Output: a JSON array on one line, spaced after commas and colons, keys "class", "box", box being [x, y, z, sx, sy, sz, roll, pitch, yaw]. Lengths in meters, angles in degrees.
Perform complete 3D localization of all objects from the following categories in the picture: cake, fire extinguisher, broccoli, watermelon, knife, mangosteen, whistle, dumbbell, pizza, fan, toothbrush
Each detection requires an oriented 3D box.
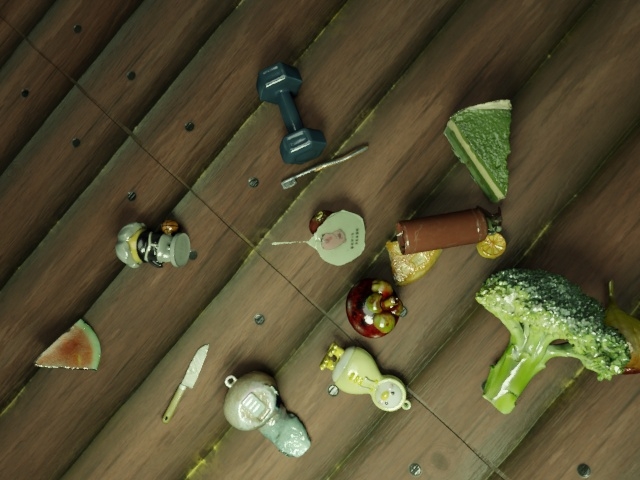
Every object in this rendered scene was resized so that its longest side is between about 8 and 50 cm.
[{"class": "cake", "box": [0.526, -0.275, 1.269, 0.172, 0.158, 0.284, -30, 81, 4]}, {"class": "cake", "box": [0.524, 0.014, 1.291, 0.083, 0.044, 0.084, -1, 82, 10]}, {"class": "fire extinguisher", "box": [0.395, -0.045, 1.264, 0.336, 0.107, 0.147, -9, 37, -2]}, {"class": "broccoli", "box": [0.554, 0.254, 1.180, 0.397, 0.274, 0.354, -49, 39, 39]}, {"class": "watermelon", "box": [-0.869, 0.404, 1.450, 0.207, 0.202, 0.136, 40, 130, 14]}, {"class": "knife", "box": [-0.450, 0.483, 1.426, 0.047, 0.017, 0.298, 25, 84, 10]}, {"class": "mangosteen", "box": [0.166, 0.199, 1.259, 0.199, 0.200, 0.200, -1, 83, 10]}, {"class": "whistle", "box": [-0.171, 0.539, 1.318, 0.189, 0.189, 0.348, -42, 100, 3]}, {"class": "dumbbell", "box": [-0.100, -0.419, 1.405, 0.144, 0.159, 0.325, -27, 78, 38]}, {"class": "pizza", "box": [0.273, 0.053, 1.329, 0.161, 0.062, 0.182, 36, 95, 5]}, {"class": "fan", "box": [0.000, 0.000, 1.320, 0.309, 0.010, 0.183, -6, 106, -18]}, {"class": "toothbrush", "box": [0.013, -0.251, 1.426, 0.320, 0.023, 0.031, -25, 87, 7]}]

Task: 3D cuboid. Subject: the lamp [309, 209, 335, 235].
[{"class": "lamp", "box": [0.011, -0.053, 1.370, 0.101, 0.090, 0.101, -17, 40, 15]}]

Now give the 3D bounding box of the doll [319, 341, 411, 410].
[{"class": "doll", "box": [0.143, 0.420, 1.275, 0.296, 0.117, 0.142, 30, 92, 12]}]

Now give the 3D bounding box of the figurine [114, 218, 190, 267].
[{"class": "figurine", "box": [-0.581, 0.010, 1.448, 0.235, 0.133, 0.176, 3, 75, 8]}]

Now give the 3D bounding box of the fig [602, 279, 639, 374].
[{"class": "fig", "box": [0.820, 0.234, 1.168, 0.159, 0.159, 0.258, 3, 69, 10]}]
